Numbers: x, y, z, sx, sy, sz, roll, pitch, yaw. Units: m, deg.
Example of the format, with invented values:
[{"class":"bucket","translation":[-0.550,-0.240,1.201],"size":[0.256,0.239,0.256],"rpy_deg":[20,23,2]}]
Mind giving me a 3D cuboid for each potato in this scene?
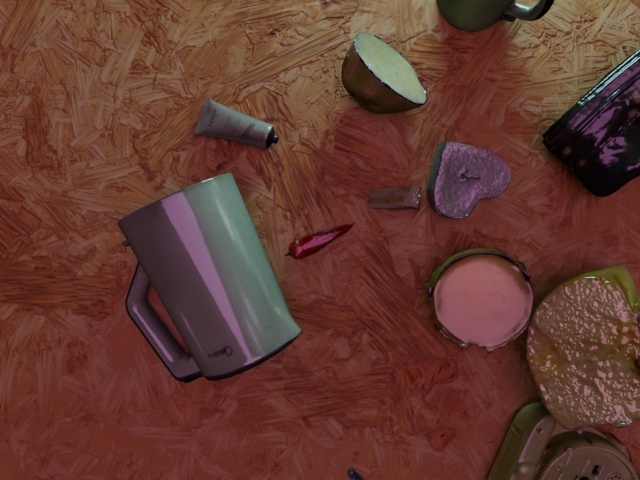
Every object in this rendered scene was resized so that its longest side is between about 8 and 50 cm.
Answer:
[{"class":"potato","translation":[0.122,-0.341,1.257],"size":[0.202,0.182,0.117],"rpy_deg":[31,128,-20]}]

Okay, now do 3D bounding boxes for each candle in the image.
[{"class":"candle","translation":[0.317,-0.147,1.292],"size":[0.192,0.068,0.168],"rpy_deg":[-30,95,-3]}]

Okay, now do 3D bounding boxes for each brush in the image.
[{"class":"brush","translation":[0.122,0.590,1.329],"size":[0.051,0.014,0.164],"rpy_deg":[-43,92,-2]}]

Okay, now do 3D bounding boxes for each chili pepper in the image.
[{"class":"chili pepper","translation":[0.000,0.000,1.305],"size":[0.178,0.027,0.045],"rpy_deg":[-22,91,-3]}]

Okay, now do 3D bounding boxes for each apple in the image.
[{"class":"apple","translation":[0.593,0.220,1.219],"size":[0.314,0.252,0.308],"rpy_deg":[-10,79,-22]}]

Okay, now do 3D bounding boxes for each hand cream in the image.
[{"class":"hand cream","translation":[-0.183,-0.252,1.285],"size":[0.186,0.054,0.087],"rpy_deg":[18,86,4]}]

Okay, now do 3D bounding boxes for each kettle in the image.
[{"class":"kettle","translation":[0.375,-0.545,1.194],"size":[0.240,0.255,0.165],"rpy_deg":[33,88,-3]},{"class":"kettle","translation":[-0.265,0.098,1.213],"size":[0.361,0.250,0.376],"rpy_deg":[-24,95,19]}]

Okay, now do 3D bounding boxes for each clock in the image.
[{"class":"clock","translation":[0.572,0.550,1.292],"size":[0.349,0.117,0.285],"rpy_deg":[22,91,-2]}]

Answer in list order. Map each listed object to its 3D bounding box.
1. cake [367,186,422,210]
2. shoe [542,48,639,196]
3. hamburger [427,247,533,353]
[{"class":"cake","translation":[0.167,-0.096,1.296],"size":[0.121,0.065,0.051],"rpy_deg":[3,89,5]},{"class":"shoe","translation":[0.699,-0.269,1.249],"size":[0.384,0.171,0.237],"rpy_deg":[-42,85,1]},{"class":"hamburger","translation":[0.349,0.123,1.261],"size":[0.237,0.149,0.236],"rpy_deg":[0,92,7]}]
